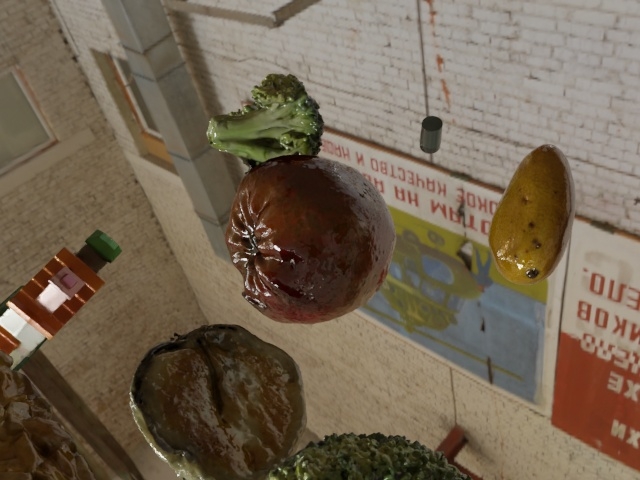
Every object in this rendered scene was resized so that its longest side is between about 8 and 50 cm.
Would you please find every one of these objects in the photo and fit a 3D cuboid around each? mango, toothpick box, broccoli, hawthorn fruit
[{"bbox_3d":[0.323,-0.041,0.960,0.110,0.147,0.227,16,-106,-1],"label":"mango"},{"bbox_3d":[0.267,-0.255,1.518,0.052,0.083,0.052,-2,-121,4],"label":"toothpick box"},{"bbox_3d":[-0.144,-0.258,1.598,0.281,0.348,0.293,-2,-112,-25],"label":"broccoli"},{"bbox_3d":[0.046,0.280,0.589,0.227,0.197,0.176,5,-172,18],"label":"broccoli"},{"bbox_3d":[0.000,0.000,1.423,0.403,0.402,0.402,-8,-138,8],"label":"hawthorn fruit"}]

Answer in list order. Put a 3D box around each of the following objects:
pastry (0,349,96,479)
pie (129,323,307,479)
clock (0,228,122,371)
[{"bbox_3d":[-0.228,0.183,0.431,0.154,0.102,0.250,-46,-108,17],"label":"pastry"},{"bbox_3d":[-0.171,0.279,1.101,0.339,0.077,0.339,24,-145,-18],"label":"pie"},{"bbox_3d":[-0.478,0.104,1.085,0.255,0.106,0.219,-39,-165,25],"label":"clock"}]
